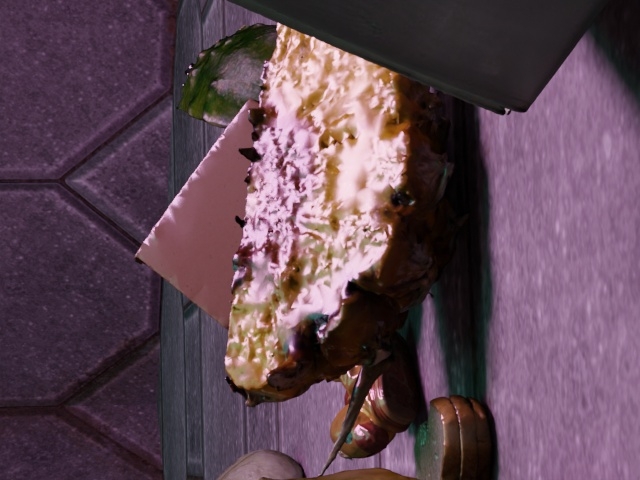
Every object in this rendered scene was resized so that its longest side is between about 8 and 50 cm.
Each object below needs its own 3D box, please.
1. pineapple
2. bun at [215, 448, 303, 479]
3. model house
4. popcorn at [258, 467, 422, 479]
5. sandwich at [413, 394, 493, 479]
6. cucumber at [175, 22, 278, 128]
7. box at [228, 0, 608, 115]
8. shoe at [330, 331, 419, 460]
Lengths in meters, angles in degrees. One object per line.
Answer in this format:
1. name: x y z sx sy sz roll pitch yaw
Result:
1. pineapple: 0.043 -0.012 1.185 0.158 0.161 0.335 34 -119 -52
2. bun: -0.077 0.330 1.886 0.195 0.118 0.195 -177 90 -79
3. model house: 0.000 0.000 1.421 0.181 0.176 0.248 -54 -19 12
4. popcorn: 0.022 0.261 0.888 0.335 0.274 0.279 -57 -8 26
5. sandwich: 0.088 0.149 1.137 0.093 0.035 0.105 -114 26 -68
6. cucumber: -0.040 -0.150 1.584 0.325 0.145 0.105 -142 58 -71
7. box: 0.042 -0.206 0.857 0.166 0.220 0.290 -62 22 24
8. shoe: 0.042 0.121 1.320 0.069 0.072 0.109 -34 53 31
